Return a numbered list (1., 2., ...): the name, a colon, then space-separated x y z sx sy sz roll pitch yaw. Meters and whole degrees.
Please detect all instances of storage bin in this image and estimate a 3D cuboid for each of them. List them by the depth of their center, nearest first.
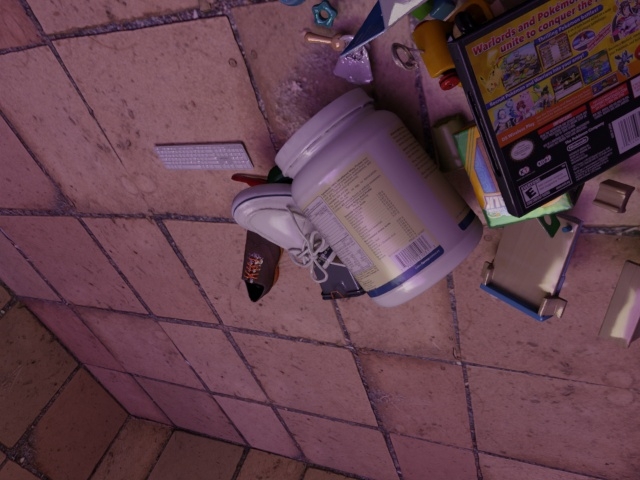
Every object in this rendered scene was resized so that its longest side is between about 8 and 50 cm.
1. storage bin: 0.047 0.085 1.234 0.135 0.098 0.091 -12 116 37

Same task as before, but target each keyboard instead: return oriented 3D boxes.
1. keyboard: -0.274 -0.193 1.171 0.255 0.014 0.072 4 134 26

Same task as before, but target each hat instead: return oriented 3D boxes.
1. hat: -0.076 -0.150 1.106 0.208 0.184 0.173 -9 140 -17

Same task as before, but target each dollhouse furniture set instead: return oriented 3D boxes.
1. dollhouse furniture set: 0.481 -0.003 0.919 0.303 0.198 0.287 30 122 44

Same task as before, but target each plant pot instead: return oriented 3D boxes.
1. plant pot: 0.230 -0.172 0.876 0.083 0.083 0.079 -13 114 38

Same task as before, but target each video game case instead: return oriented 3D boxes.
1. video game case: 0.330 -0.201 0.655 0.274 0.035 0.249 -28 111 -2

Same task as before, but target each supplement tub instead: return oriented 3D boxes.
1. supplement tub: 0.097 -0.074 0.883 0.325 0.235 0.235 52 137 0

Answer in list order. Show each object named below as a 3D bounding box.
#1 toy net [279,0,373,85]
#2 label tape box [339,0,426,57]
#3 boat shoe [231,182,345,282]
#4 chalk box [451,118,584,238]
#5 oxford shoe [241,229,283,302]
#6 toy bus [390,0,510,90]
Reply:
1. toy net: 0.022 -0.359 0.815 0.122 0.045 0.232 -26 119 41
2. label tape box: 0.154 -0.382 0.555 0.347 0.249 0.115 -21 121 41
3. boat shoe: -0.003 0.006 1.019 0.366 0.157 0.136 16 136 -24
4. chalk box: 0.323 -0.106 0.797 0.132 0.132 0.213 -16 102 39
5. oxford shoe: -0.155 0.058 1.303 0.096 0.098 0.272 15 138 14
6. toy bus: 0.212 -0.271 0.685 0.190 0.202 0.104 35 139 -17
